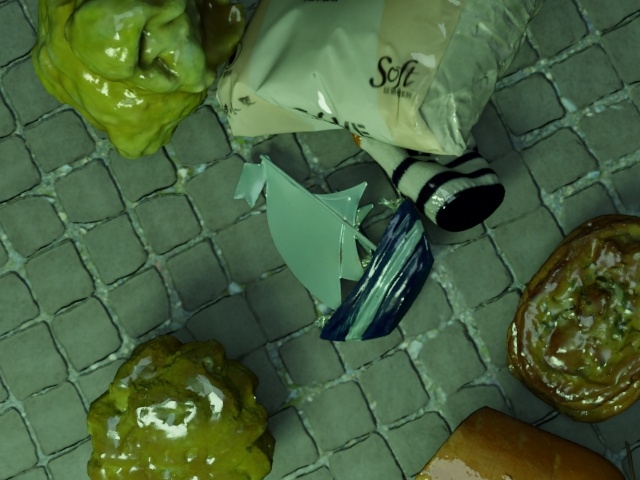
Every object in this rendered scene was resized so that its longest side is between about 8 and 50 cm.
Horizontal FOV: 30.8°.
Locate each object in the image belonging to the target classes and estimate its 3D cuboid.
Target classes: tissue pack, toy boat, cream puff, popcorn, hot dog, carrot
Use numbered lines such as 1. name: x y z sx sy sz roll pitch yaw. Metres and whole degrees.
1. tissue pack: 0.083 -0.281 1.427 0.376 0.195 0.390 13 72 41
2. toy boat: 0.025 -0.012 1.490 0.210 0.070 0.291 -34 82 26
3. cream puff: -0.175 0.234 1.439 0.244 0.196 0.244 0 86 4
4. popcorn: -0.241 -0.299 1.432 0.294 0.292 0.334 -23 67 15
5. hot dog: 0.360 0.092 1.467 0.196 0.122 0.272 37 90 14
6. carrot: 0.272 0.331 1.417 0.331 0.214 0.193 24 113 7

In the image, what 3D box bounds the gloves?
1. gloves: 0.136 -0.118 1.504 0.140 0.131 0.218 -36 55 2
